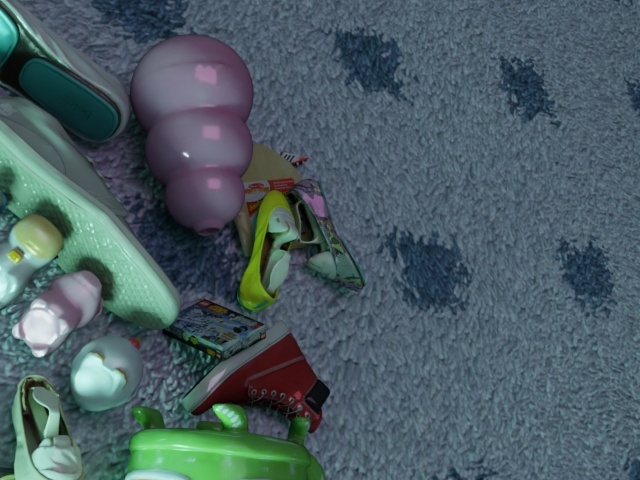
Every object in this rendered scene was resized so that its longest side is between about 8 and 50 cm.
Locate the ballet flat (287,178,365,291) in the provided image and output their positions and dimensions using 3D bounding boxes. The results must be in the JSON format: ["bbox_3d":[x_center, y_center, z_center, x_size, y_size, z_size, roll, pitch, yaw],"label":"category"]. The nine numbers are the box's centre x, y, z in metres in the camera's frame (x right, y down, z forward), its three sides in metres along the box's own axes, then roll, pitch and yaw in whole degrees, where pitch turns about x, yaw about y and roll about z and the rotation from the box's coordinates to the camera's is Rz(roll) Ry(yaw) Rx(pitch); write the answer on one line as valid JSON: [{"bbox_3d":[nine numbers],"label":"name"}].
[{"bbox_3d":[0.000,0.000,1.814,0.079,0.077,0.221,-24,89,-26],"label":"ballet flat"}]

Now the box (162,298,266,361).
[{"bbox_3d":[-0.164,0.136,1.584,0.094,0.137,0.027,-26,124,-43],"label":"box"}]

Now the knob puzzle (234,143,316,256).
[{"bbox_3d":[-0.095,-0.074,1.812,0.213,0.030,0.213,14,69,-39],"label":"knob puzzle"}]

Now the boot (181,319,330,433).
[{"bbox_3d":[-0.088,0.246,1.594,0.244,0.088,0.176,-30,84,-47],"label":"boot"}]

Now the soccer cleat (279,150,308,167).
[{"bbox_3d":[-0.057,-0.151,1.907,0.083,0.029,0.035,-18,78,-37],"label":"soccer cleat"}]

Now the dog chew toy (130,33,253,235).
[{"bbox_3d":[-0.202,-0.168,1.700,0.207,0.206,0.332,4,68,-35],"label":"dog chew toy"}]

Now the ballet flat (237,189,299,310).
[{"bbox_3d":[-0.075,0.013,1.728,0.077,0.077,0.231,35,56,-33],"label":"ballet flat"}]

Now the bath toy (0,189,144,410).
[{"bbox_3d":[-0.377,0.084,1.460,0.348,0.151,0.129,48,10,-2],"label":"bath toy"}]

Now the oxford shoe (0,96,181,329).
[{"bbox_3d":[-0.360,-0.054,1.532,0.449,0.169,0.130,44,44,2],"label":"oxford shoe"}]

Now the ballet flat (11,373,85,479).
[{"bbox_3d":[-0.349,0.262,1.318,0.086,0.086,0.248,8,28,-33],"label":"ballet flat"}]

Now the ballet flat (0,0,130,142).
[{"bbox_3d":[-0.473,-0.308,1.648,0.400,0.139,0.139,38,47,-17],"label":"ballet flat"}]

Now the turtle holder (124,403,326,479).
[{"bbox_3d":[-0.129,0.357,1.420,0.320,0.243,0.227,45,46,-65],"label":"turtle holder"}]

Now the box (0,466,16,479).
[{"bbox_3d":[-0.461,0.379,1.247,0.270,0.060,0.216,15,55,-29],"label":"box"}]
